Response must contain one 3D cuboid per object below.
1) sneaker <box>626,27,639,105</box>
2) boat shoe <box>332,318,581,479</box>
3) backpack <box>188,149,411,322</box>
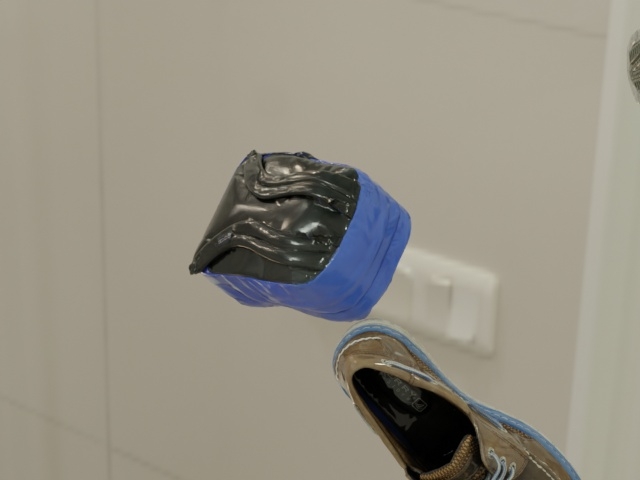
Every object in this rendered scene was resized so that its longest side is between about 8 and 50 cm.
[{"bbox_3d":[0.364,-0.181,1.369,0.115,0.090,0.232,-9,-2,-17],"label":"sneaker"},{"bbox_3d":[0.078,0.123,0.881,0.183,0.066,0.066,37,16,-4],"label":"boat shoe"},{"bbox_3d":[0.000,0.000,0.967,0.101,0.098,0.120,31,-17,-38],"label":"backpack"}]
